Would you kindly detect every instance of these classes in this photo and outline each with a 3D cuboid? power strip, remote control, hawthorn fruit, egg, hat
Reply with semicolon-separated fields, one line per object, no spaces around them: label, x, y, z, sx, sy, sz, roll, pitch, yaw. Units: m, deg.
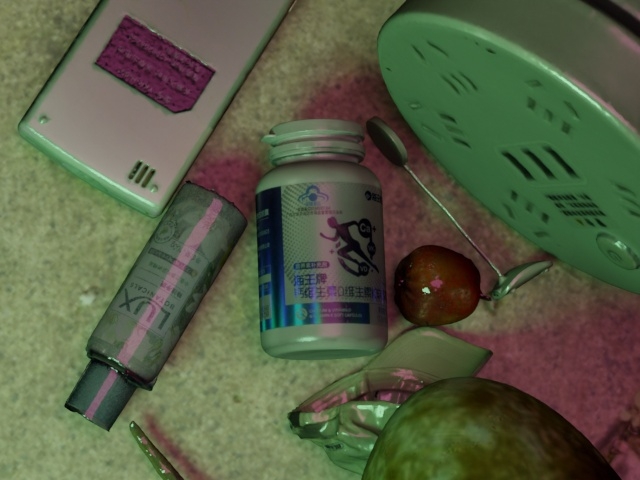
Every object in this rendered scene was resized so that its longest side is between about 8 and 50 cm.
power strip;0.211;-0.122;1.596;0.357;0.357;0.161;41;75;-2
remote control;-0.110;-0.195;1.700;0.145;0.050;0.344;33;76;-3
hawthorn fruit;0.100;0.038;1.690;0.077;0.077;0.077;2;80;-10
egg;0.137;0.247;1.549;0.238;0.238;0.289;-18;84;-12
hat;0.067;0.135;1.674;0.166;0.122;0.081;-44;134;-27

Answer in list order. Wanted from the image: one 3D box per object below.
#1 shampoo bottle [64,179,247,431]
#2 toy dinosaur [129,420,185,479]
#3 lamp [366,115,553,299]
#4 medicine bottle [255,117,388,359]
shampoo bottle;-0.138;0.056;1.643;0.072;0.072;0.214;31;78;-4
toy dinosaur;-0.044;0.267;1.636;0.251;0.072;0.199;7;71;0
lamp;0.115;-0.036;1.715;0.056;0.050;0.198;-40;91;-11
medicine bottle;0.000;0.000;1.658;0.107;0.107;0.191;-1;81;-10
